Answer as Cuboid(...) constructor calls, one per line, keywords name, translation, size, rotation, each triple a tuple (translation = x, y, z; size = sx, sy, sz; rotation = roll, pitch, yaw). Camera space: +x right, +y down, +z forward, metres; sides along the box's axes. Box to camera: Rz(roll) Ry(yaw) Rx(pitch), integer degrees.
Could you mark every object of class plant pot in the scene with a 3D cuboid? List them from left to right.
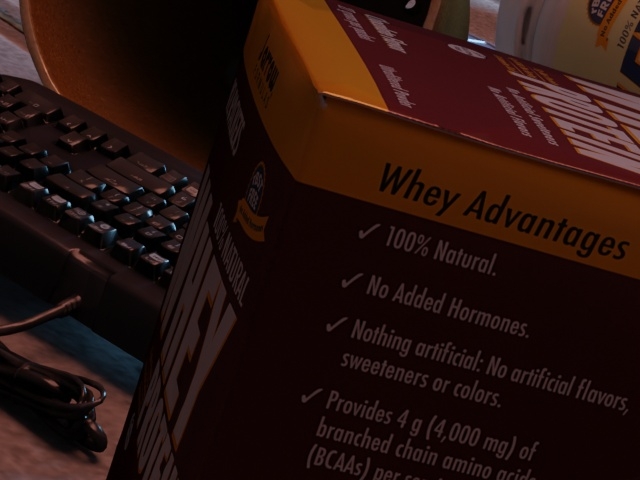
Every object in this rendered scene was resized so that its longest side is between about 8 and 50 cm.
Cuboid(name="plant pot", translation=(-0.007, -0.131, 1.057), size=(0.237, 0.237, 0.254), rotation=(25, 3, 21))

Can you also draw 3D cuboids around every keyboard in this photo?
Cuboid(name="keyboard", translation=(-0.082, 0.012, 0.726), size=(0.317, 0.033, 0.201), rotation=(28, 34, 27))

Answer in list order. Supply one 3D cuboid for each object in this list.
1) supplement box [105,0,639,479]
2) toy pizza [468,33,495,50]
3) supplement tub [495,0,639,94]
Cuboid(name="supplement box", translation=(0.050, 0.058, 0.500), size=(0.191, 0.194, 0.129), rotation=(16, 16, -12))
Cuboid(name="toy pizza", translation=(0.066, -0.160, 1.513), size=(0.201, 0.032, 0.201), rotation=(16, 16, -5))
Cuboid(name="supplement tub", translation=(0.286, -0.105, 1.204), size=(0.235, 0.235, 0.325), rotation=(8, 17, -34))
